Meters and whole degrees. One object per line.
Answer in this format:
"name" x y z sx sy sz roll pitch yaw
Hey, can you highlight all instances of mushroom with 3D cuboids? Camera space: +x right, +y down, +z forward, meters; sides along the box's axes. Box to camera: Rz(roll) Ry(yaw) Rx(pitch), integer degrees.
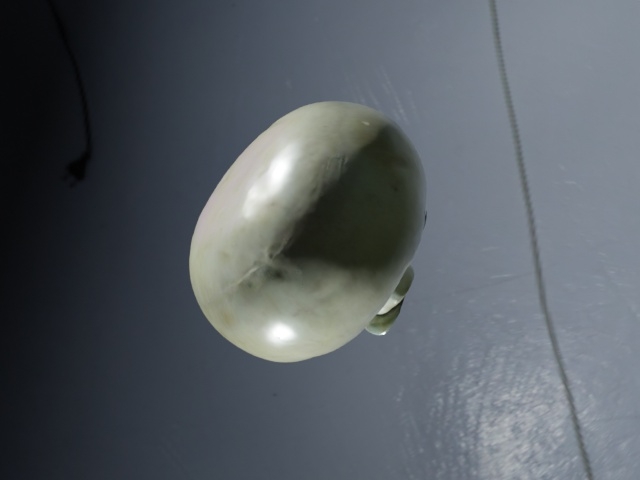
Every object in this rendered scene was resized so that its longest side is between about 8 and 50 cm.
"mushroom" 0.000 0.000 0.946 0.246 0.202 0.246 -33 36 28
